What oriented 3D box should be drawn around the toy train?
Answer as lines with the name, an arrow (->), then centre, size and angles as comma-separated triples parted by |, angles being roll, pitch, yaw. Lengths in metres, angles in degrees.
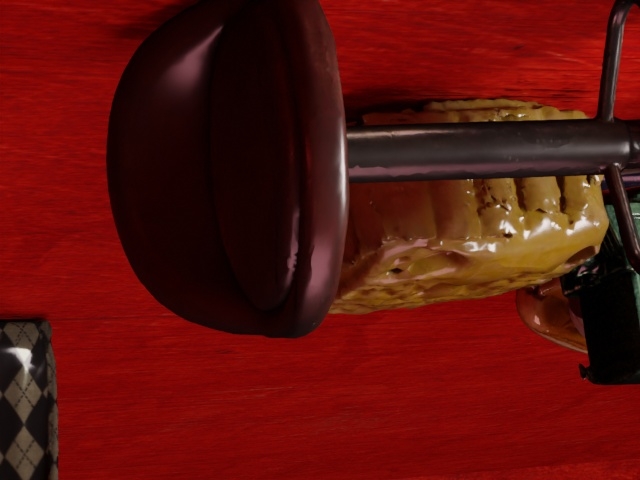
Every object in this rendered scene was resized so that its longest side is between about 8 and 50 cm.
toy train -> 0.372, 0.045, 1.707 | 0.330, 0.178, 0.138 | 0, 164, -24

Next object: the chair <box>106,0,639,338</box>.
chair -> 0.086, -0.052, 1.076 | 0.401, 0.226, 0.226 | -3, 165, -15

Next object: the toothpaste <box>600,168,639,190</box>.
toothpaste -> 0.280, -0.062, 1.526 | 0.197, 0.034, 0.057 | -6, 157, 6

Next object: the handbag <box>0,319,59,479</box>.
handbag -> -0.455, 0.237, 1.748 | 0.416, 0.316, 0.180 | 0, 158, -28

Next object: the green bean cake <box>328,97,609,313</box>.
green bean cake -> 0.086, -0.020, 1.390 | 0.224, 0.131, 0.230 | -2, 166, -26

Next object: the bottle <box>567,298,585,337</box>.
bottle -> 0.328, 0.058, 1.843 | 0.104, 0.104, 0.245 | -18, 168, 35

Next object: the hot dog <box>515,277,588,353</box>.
hot dog -> 0.277, 0.067, 1.940 | 0.076, 0.102, 0.249 | 33, -170, 36
